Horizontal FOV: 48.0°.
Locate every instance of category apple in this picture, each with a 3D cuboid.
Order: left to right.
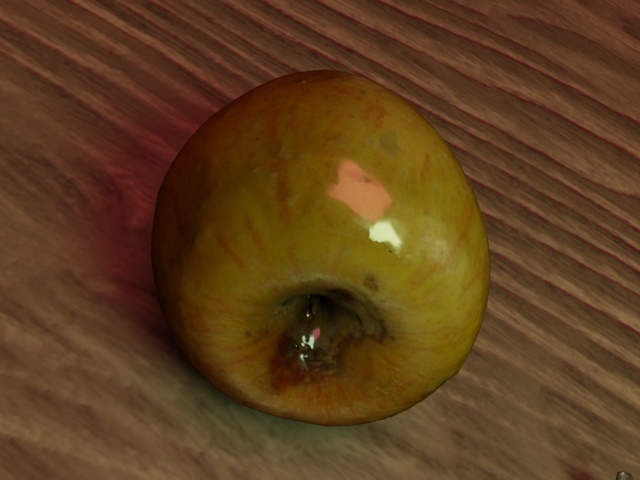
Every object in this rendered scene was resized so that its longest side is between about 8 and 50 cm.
[{"bbox_3d":[0.000,0.000,0.644,0.299,0.298,0.275,17,26,-8],"label":"apple"}]

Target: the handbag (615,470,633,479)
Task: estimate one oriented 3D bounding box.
[{"bbox_3d":[0.335,0.358,0.621,0.270,0.117,0.182,40,62,8],"label":"handbag"}]
